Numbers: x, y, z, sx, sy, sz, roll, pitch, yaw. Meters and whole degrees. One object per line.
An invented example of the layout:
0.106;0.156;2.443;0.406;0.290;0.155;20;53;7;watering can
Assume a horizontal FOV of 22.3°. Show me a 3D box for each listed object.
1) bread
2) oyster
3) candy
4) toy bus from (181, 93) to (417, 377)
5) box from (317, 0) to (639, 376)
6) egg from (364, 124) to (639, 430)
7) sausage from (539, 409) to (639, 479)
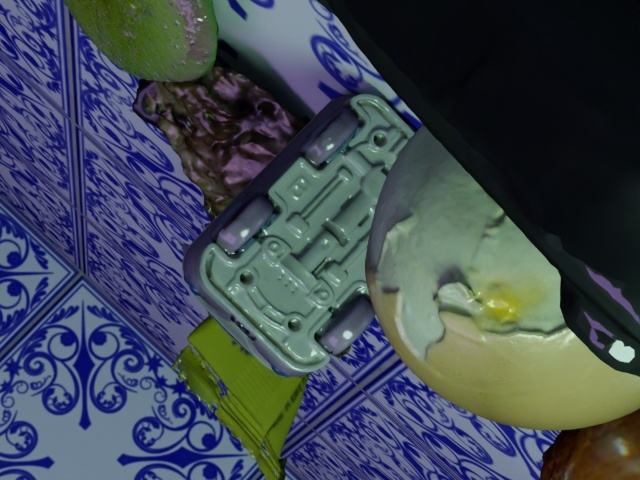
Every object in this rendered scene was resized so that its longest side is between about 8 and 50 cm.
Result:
-0.164;-0.217;1.299;0.228;0.033;0.228;36;147;28;bread
-0.031;-0.031;1.448;0.396;0.111;0.204;54;160;-24;oyster
-0.049;0.088;1.591;0.081;0.297;0.187;-21;121;27;candy
0.000;0.000;1.246;0.142;0.202;0.142;45;168;-8;toy bus
0.147;-0.022;0.610;0.350;0.091;0.359;27;-161;-32;box
0.132;0.010;0.915;0.201;0.201;0.244;35;-179;30;egg
0.255;0.172;1.023;0.268;0.141;0.153;10;-128;-35;sausage
